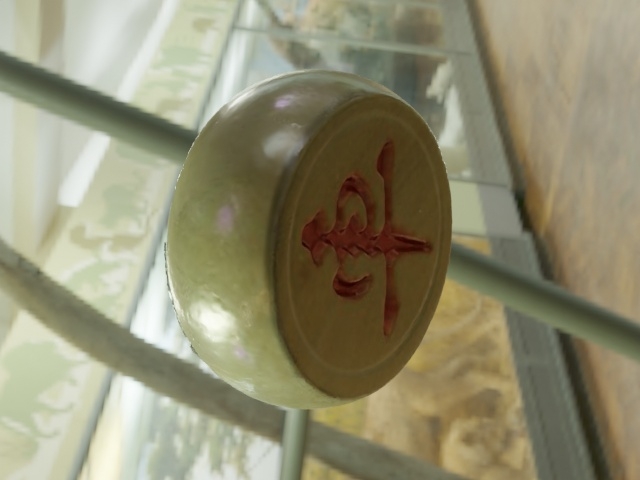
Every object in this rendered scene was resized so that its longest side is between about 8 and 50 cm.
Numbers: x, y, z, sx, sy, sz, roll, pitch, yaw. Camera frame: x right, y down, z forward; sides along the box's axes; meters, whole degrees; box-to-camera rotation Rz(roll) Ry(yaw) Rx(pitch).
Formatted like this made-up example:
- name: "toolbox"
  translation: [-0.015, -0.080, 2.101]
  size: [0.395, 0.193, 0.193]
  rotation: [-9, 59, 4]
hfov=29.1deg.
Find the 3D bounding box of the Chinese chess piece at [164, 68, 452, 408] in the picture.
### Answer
- name: "Chinese chess piece"
  translation: [0.000, 0.000, 0.910]
  size: [0.251, 0.097, 0.251]
  rotation: [-12, -74, -50]
